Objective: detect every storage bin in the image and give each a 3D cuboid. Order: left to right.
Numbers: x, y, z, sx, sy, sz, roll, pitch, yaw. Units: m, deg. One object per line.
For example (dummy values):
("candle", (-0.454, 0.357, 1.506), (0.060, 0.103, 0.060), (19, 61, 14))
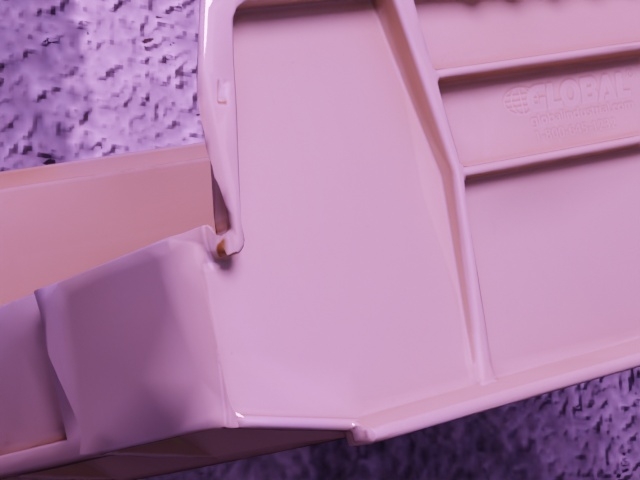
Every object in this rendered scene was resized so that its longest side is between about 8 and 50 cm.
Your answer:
("storage bin", (0.000, 0.000, 0.598), (0.260, 0.262, 0.123), (-11, 85, -37))
